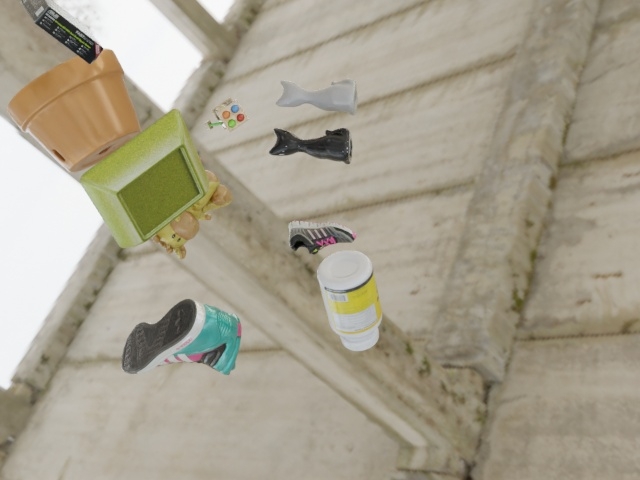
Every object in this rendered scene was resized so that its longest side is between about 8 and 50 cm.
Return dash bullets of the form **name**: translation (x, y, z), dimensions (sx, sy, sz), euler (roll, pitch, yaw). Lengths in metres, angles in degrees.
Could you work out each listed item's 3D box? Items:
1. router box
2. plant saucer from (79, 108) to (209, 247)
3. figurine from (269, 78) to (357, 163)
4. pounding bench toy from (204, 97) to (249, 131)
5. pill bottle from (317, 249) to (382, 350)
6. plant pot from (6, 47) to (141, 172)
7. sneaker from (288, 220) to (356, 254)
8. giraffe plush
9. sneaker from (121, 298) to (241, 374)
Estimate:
- **router box**: translation (-0.424, -0.353, 1.422), dimensions (0.038, 0.122, 0.092), euler (-47, -133, 5)
- **plant saucer**: translation (-0.260, -0.084, 1.364), dimensions (0.188, 0.188, 0.045), euler (-40, -123, -16)
- **figurine**: translation (-0.018, -0.309, 2.208), dimensions (0.210, 0.092, 0.214), euler (5, -100, 8)
- **pounding bench toy**: translation (-0.208, -0.264, 1.880), dimensions (0.083, 0.052, 0.065), euler (-36, -157, -8)
- **pill bottle**: translation (0.059, 0.116, 1.614), dimensions (0.103, 0.184, 0.103), euler (-8, -142, 7)
- **plant pot**: translation (-0.570, -0.299, 2.081), dimensions (0.291, 0.203, 0.291), euler (-32, -177, 2)
- **sneaker**: translation (0.000, 0.000, 2.031), dimensions (0.170, 0.063, 0.074), euler (5, -115, 19)
- **giraffe plush**: translation (-0.332, -0.061, 2.055), dimensions (0.210, 0.181, 0.170), euler (-47, -162, 50)
- **sneaker**: translation (-0.252, 0.205, 1.693), dimensions (0.295, 0.178, 0.123), euler (-28, -130, 44)
